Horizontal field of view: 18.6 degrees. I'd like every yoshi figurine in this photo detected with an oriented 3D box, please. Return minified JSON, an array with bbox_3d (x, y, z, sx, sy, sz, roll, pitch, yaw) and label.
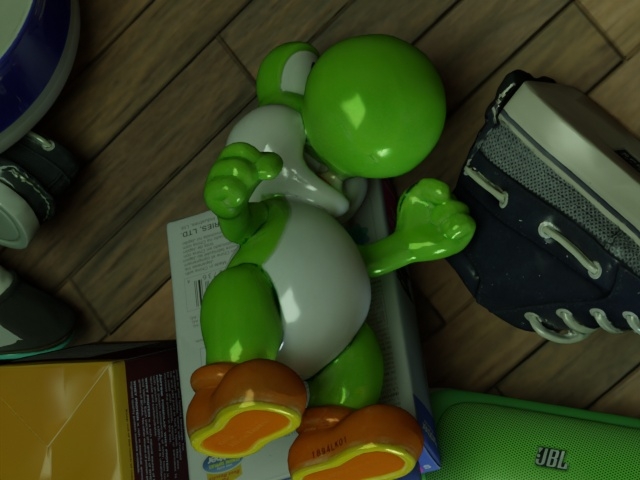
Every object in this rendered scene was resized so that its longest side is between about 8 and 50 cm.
[{"bbox_3d":[0.011,-0.014,1.418,0.203,0.203,0.362,-2,56,5],"label":"yoshi figurine"}]

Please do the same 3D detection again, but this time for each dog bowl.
[{"bbox_3d":[-0.342,-0.189,1.635,0.264,0.104,0.265,-5,66,10],"label":"dog bowl"}]

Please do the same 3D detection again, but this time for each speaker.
[{"bbox_3d":[0.186,0.190,1.478,0.296,0.131,0.131,7,97,23],"label":"speaker"}]

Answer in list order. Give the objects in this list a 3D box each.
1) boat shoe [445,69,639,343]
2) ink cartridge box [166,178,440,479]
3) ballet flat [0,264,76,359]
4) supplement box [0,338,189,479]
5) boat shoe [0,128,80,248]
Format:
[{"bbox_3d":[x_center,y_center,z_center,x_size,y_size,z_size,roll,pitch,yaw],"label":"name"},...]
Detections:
[{"bbox_3d":[0.228,0.033,1.452,0.340,0.127,0.158,47,116,28],"label":"boat shoe"},{"bbox_3d":[-0.015,0.097,1.502,0.185,0.065,0.311,-18,53,14],"label":"ink cartridge box"},{"bbox_3d":[-0.349,0.047,1.714,0.280,0.095,0.096,2,123,24],"label":"ballet flat"},{"bbox_3d":[-0.170,0.184,1.598,0.129,0.194,0.191,-4,92,24],"label":"supplement box"},{"bbox_3d":[-0.345,-0.089,1.717,0.302,0.114,0.091,28,61,20],"label":"boat shoe"}]
